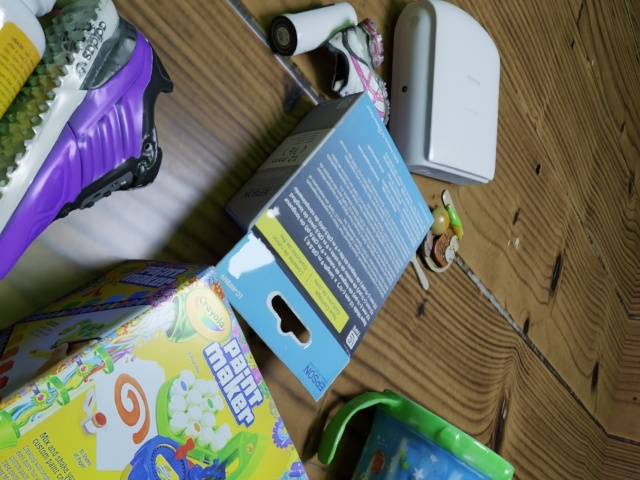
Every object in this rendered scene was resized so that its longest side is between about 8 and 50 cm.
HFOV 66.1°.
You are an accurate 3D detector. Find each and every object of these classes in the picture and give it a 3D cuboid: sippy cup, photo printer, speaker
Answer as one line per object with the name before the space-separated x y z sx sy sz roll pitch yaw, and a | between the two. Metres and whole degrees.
sippy cup | 0.147 0.394 0.777 0.224 0.305 0.240 -56 156 -14
photo printer | 0.236 -0.271 0.912 0.256 0.107 0.308 5 87 -45
speaker | -0.007 -0.305 0.707 0.136 0.055 0.055 -34 114 -38

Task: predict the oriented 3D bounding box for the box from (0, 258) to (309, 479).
box | -0.192 0.210 0.453 0.279 0.177 0.290 -35 114 -38

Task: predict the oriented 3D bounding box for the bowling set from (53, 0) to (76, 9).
bowling set | -0.194 -0.379 0.485 0.287 0.154 0.200 -39 99 -35

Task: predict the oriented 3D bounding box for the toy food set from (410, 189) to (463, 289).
toy food set | 0.242 -0.001 0.973 0.192 0.038 0.132 -50 123 -32

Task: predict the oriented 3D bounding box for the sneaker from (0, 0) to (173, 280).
sneaker | -0.226 -0.073 0.468 0.146 0.102 0.294 41 68 -52

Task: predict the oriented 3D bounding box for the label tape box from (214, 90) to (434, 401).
label tape box | 0.000 0.000 0.686 0.348 0.115 0.249 -52 124 -27

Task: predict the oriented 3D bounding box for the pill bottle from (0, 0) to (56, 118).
pill bottle | -0.292 -0.146 0.375 0.117 0.117 0.209 35 72 -39

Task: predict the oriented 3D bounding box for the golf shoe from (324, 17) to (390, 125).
golf shoe | 0.056 -0.241 0.760 0.085 0.068 0.186 -25 137 -5
